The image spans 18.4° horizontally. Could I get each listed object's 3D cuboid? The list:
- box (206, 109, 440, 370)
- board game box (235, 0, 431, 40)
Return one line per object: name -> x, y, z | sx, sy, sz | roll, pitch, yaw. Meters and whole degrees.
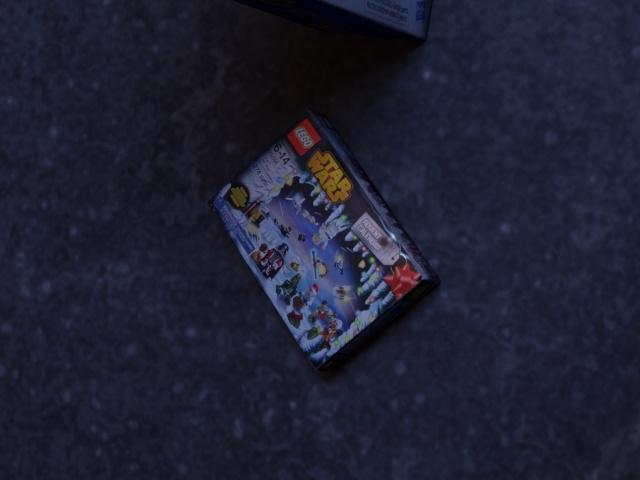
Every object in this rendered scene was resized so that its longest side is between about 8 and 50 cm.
box -> 0.000, 0.000, 1.235 | 0.094, 0.027, 0.137 | -42, 68, 18
board game box -> -0.031, -0.254, 1.090 | 0.078, 0.347, 0.233 | 8, 90, 28
